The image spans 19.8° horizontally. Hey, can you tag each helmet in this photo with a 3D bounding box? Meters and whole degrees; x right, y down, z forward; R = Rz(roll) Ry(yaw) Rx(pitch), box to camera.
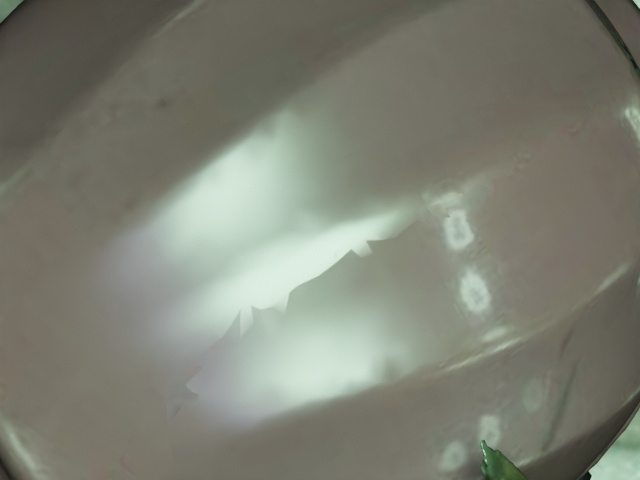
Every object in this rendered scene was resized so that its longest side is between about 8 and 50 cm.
[{"bbox_3d":[0.000,0.000,0.635,0.338,0.197,0.271,-24,91,-5],"label":"helmet"}]

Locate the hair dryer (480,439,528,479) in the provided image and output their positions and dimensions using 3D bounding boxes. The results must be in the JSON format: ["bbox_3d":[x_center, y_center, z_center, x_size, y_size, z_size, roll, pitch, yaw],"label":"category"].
[{"bbox_3d":[0.145,0.107,0.661,0.229,0.267,0.092,-36,52,-27],"label":"hair dryer"}]
